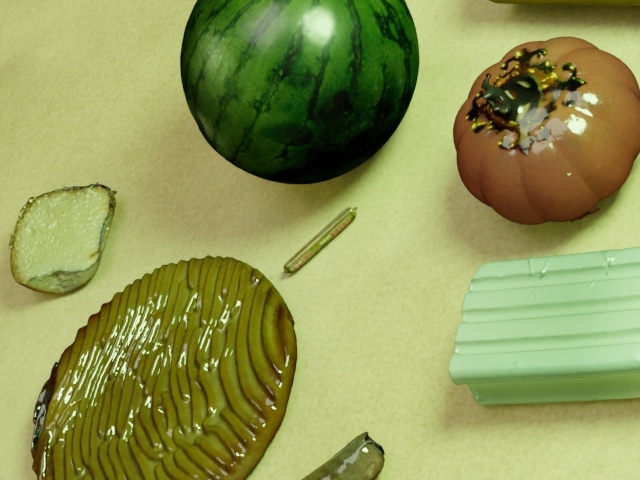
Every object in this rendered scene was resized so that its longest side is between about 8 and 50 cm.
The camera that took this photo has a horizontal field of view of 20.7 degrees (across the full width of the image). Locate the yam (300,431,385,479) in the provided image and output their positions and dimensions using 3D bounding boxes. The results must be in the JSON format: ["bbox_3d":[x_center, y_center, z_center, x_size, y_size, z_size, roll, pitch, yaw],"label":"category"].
[{"bbox_3d":[-0.047,0.263,1.560,0.264,0.046,0.046,-39,43,9],"label":"yam"}]

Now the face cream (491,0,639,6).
[{"bbox_3d":[0.306,-0.270,1.641,0.349,0.105,0.105,9,65,41],"label":"face cream"}]

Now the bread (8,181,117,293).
[{"bbox_3d":[-0.283,0.000,1.950,0.126,0.044,0.129,-10,50,24],"label":"bread"}]

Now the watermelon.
[{"bbox_3d":[-0.021,-0.177,1.732,0.242,0.242,0.242,-21,48,25],"label":"watermelon"}]

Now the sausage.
[{"bbox_3d":[0.000,0.000,1.744,0.100,0.015,0.015,-42,43,4],"label":"sausage"}]

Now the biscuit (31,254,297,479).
[{"bbox_3d":[-0.159,0.152,1.738,0.318,0.040,0.318,-20,49,25],"label":"biscuit"}]

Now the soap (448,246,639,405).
[{"bbox_3d":[0.216,0.073,1.480,0.198,0.066,0.119,-7,54,35],"label":"soap"}]

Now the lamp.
[{"bbox_3d":[0.201,-0.104,1.573,0.182,0.140,0.182,-17,51,22],"label":"lamp"}]
